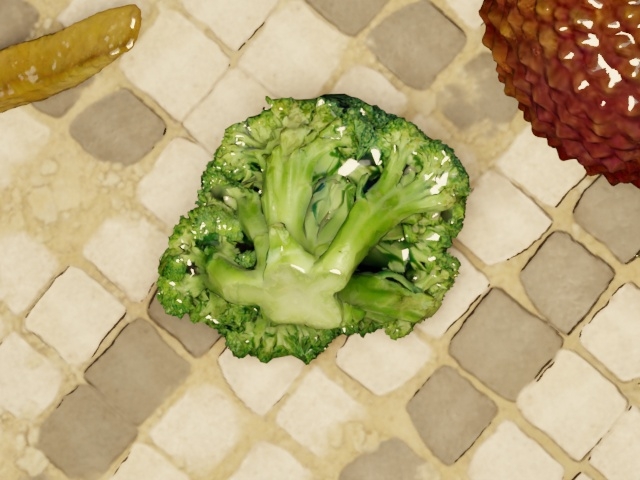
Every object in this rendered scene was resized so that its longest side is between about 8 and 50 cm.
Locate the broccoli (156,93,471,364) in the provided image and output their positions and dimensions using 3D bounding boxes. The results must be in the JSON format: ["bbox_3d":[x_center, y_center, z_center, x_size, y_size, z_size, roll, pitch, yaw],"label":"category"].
[{"bbox_3d":[0.000,0.000,1.661,0.294,0.245,0.265,-28,107,29],"label":"broccoli"}]

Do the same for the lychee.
[{"bbox_3d":[0.281,-0.201,1.596,0.330,0.306,0.306,40,94,28],"label":"lychee"}]

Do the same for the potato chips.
[{"bbox_3d":[-0.355,-0.145,1.775,0.407,0.080,0.057,-13,72,8],"label":"potato chips"}]

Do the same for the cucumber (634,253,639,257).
[{"bbox_3d":[0.364,-0.031,1.715,0.168,0.039,0.039,-37,86,3],"label":"cucumber"}]
